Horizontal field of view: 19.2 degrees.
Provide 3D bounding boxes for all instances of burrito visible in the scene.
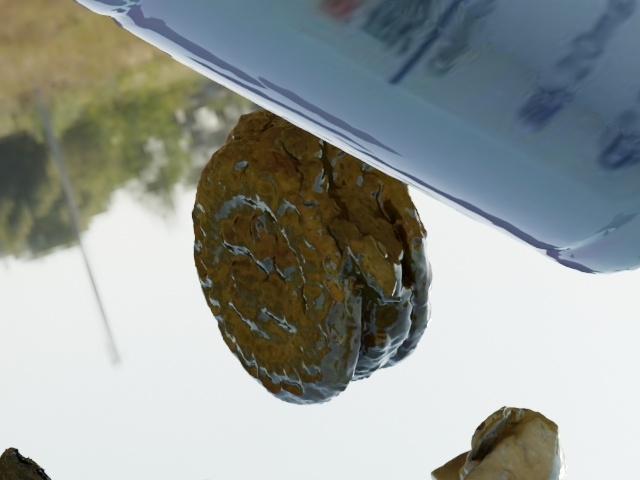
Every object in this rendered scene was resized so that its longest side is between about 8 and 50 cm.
[{"bbox_3d":[0.062,0.255,1.302,0.348,0.107,0.175,-50,164,-36],"label":"burrito"}]

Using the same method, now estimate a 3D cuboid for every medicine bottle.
[{"bbox_3d":[0.015,-0.109,0.579,0.254,0.152,0.152,27,166,-21],"label":"medicine bottle"}]

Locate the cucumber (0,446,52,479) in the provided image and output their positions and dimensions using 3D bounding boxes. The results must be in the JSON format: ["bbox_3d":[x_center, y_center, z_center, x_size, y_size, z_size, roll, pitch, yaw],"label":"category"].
[{"bbox_3d":[-0.171,0.239,1.196,0.067,0.245,0.067,-9,-149,6],"label":"cucumber"}]

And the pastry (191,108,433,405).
[{"bbox_3d":[0.000,0.000,1.513,0.132,0.240,0.235,-17,152,-34],"label":"pastry"}]
